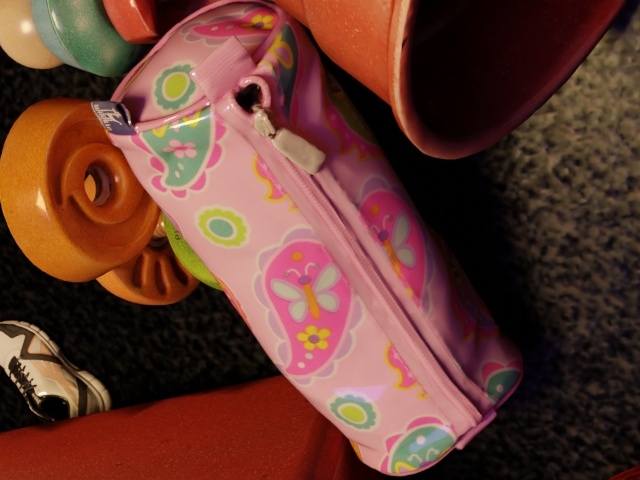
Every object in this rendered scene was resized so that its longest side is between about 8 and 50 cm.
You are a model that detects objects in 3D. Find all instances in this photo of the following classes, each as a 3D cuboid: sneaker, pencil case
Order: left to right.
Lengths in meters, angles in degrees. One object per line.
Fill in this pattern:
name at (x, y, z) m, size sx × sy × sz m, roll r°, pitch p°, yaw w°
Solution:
sneaker at (-0.200, 0.096, 1.078) m, size 0.109 × 0.043 × 0.040 m, roll 33°, pitch 123°, yaw 16°
pencil case at (0.000, 0.000, 0.838) m, size 0.124 × 0.124 × 0.284 m, roll -16°, pitch 122°, yaw 32°

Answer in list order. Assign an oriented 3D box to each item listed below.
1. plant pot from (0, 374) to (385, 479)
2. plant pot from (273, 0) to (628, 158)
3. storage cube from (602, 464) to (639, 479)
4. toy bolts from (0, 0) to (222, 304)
plant pot at (-0.083, 0.259, 0.912) m, size 0.267 × 0.236 × 0.267 m, roll -12°, pitch 103°, yaw 7°
plant pot at (0.019, -0.222, 0.722) m, size 0.265 × 0.272 × 0.272 m, roll 34°, pitch 122°, yaw 23°
storage cube at (0.212, 0.232, 0.819) m, size 0.215 × 0.193 × 0.184 m, roll 44°, pitch 123°, yaw 8°
toy bolts at (-0.145, -0.072, 0.904) m, size 0.158 × 0.218 × 0.229 m, roll -7°, pitch 87°, yaw 38°
